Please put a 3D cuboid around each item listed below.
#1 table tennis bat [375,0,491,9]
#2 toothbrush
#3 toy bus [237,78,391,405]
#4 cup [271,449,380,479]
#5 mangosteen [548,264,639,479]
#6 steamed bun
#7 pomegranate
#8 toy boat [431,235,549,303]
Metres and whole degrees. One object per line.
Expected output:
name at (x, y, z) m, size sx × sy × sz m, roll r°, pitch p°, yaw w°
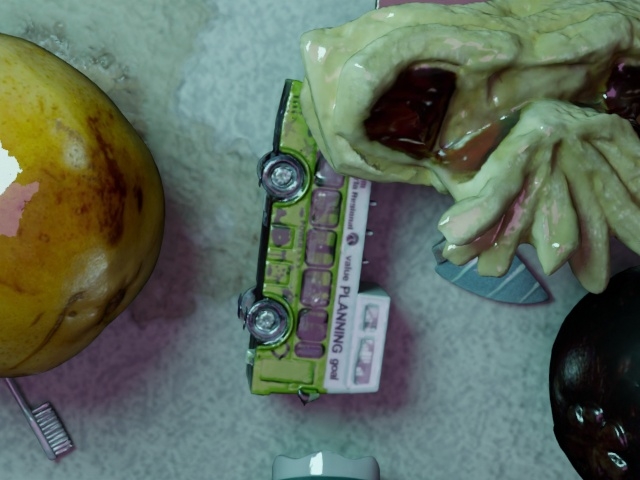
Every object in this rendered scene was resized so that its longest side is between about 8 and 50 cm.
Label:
table tennis bat at (0.176, -0.218, 1.286) m, size 0.246 × 0.022 × 0.138 m, roll 11°, pitch 97°, yaw -2°
toothbrush at (-0.342, 0.062, 1.300) m, size 0.029 × 0.024 × 0.354 m, roll -29°, pitch 99°, yaw -9°
toy bus at (0.000, 0.000, 1.266) m, size 0.139 × 0.113 × 0.302 m, roll 6°, pitch 97°, yaw -7°
cup at (0.003, 0.299, 1.274) m, size 0.299 × 0.167 × 0.173 m, roll -11°, pitch 67°, yaw 30°
mangosteen at (0.357, 0.149, 1.244) m, size 0.287 × 0.287 × 0.233 m, roll 27°, pitch 111°, yaw -6°
steamed bun at (0.196, -0.092, 1.174) m, size 0.428 × 0.189 × 0.247 m, roll -7°, pitch 118°, yaw -21°
pomegranate at (-0.296, -0.039, 1.162) m, size 0.319 × 0.319 × 0.319 m, roll 0°, pitch 99°, yaw -3°
toy boat at (0.177, 0.031, 1.315) m, size 0.096 × 0.034 × 0.122 m, roll -38°, pitch 100°, yaw 9°
